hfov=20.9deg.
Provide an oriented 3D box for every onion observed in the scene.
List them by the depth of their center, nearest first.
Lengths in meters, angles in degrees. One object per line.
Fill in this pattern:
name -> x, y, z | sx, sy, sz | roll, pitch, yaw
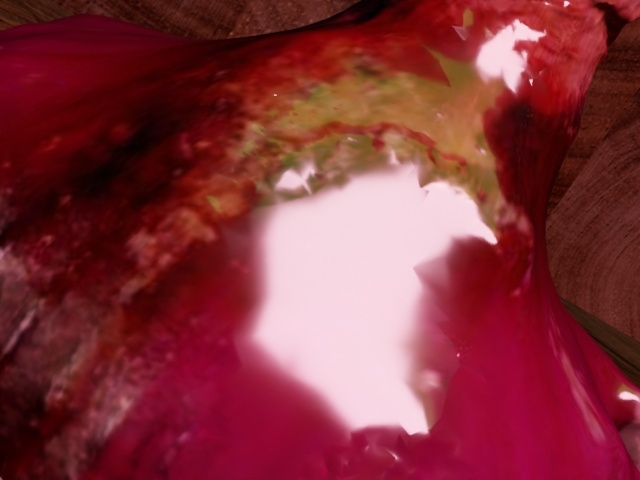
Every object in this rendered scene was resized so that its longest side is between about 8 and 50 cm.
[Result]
onion -> 0.000, 0.000, 0.762 | 0.398, 0.420, 0.398 | 28, 20, -11

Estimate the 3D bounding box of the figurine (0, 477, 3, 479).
figurine -> -0.101, 0.139, 0.427 | 0.382, 0.186, 0.261 | 34, 34, -34
